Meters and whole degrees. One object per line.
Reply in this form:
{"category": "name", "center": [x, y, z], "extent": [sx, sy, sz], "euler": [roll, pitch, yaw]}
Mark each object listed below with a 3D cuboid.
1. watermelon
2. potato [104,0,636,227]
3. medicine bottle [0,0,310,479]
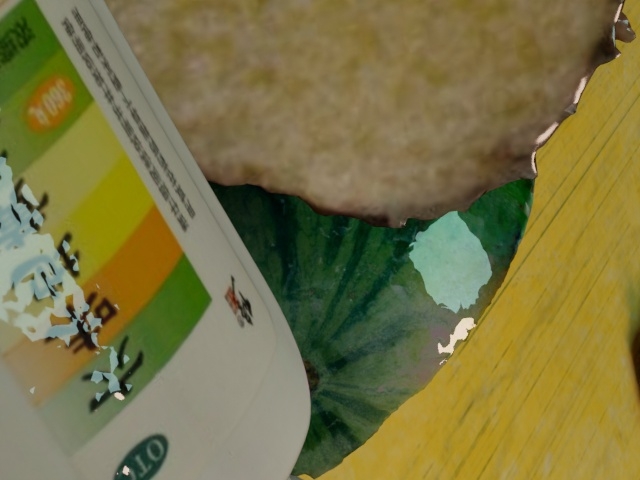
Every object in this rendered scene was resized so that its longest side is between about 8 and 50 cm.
{"category": "watermelon", "center": [0.002, -0.015, 0.815], "extent": [0.146, 0.128, 0.231], "euler": [45, 46, -23]}
{"category": "potato", "center": [-0.017, -0.184, 0.760], "extent": [0.237, 0.301, 0.288], "euler": [-117, -147, -66]}
{"category": "medicine bottle", "center": [-0.104, 0.031, 0.609], "extent": [0.324, 0.124, 0.179], "euler": [63, 38, -22]}
